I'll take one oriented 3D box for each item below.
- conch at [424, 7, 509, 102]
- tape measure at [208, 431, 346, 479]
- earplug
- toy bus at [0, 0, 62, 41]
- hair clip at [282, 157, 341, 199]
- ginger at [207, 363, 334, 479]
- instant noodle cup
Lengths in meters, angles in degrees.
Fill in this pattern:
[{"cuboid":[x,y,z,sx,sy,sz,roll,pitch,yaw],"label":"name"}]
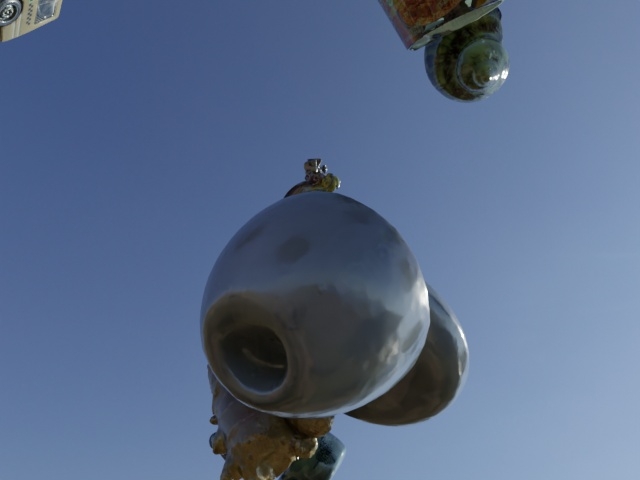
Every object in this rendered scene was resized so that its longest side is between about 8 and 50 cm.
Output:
[{"cuboid":[0.281,-0.357,1.006,0.124,0.181,0.188,-14,-46,-40],"label":"conch"},{"cuboid":[-0.060,0.255,0.660,0.179,0.107,0.104,28,-26,26],"label":"tape measure"},{"cuboid":[0.016,0.091,0.489,0.214,0.175,0.326,7,-25,27],"label":"earplug"},{"cuboid":[-0.537,-0.545,0.914,0.177,0.202,0.365,44,-44,-5],"label":"toy bus"},{"cuboid":[-0.017,-0.060,0.925,0.116,0.172,0.049,-5,-22,35],"label":"hair clip"},{"cuboid":[-0.076,0.208,0.600,0.081,0.115,0.205,24,-12,-39],"label":"ginger"},{"cuboid":[0.185,-0.435,0.869,0.230,0.230,0.183,-21,-80,29],"label":"instant noodle cup"}]
